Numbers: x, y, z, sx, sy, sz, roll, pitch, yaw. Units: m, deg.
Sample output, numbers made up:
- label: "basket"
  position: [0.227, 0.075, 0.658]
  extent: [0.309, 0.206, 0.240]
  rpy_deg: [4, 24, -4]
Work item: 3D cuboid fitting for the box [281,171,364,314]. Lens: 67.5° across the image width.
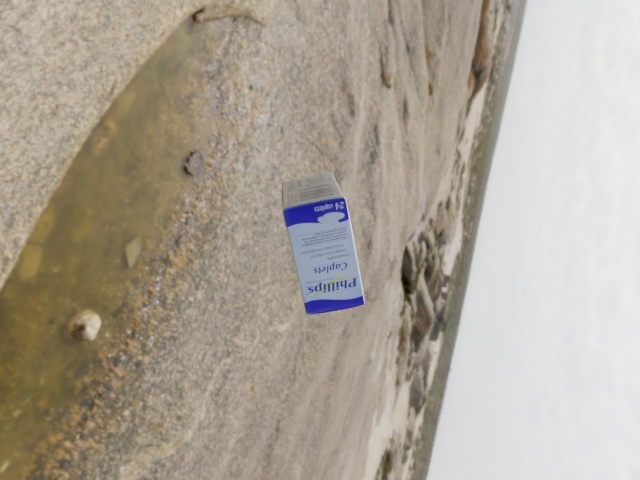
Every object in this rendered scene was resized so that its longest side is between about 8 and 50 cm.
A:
- label: "box"
  position: [0.000, 0.000, 0.587]
  extent: [0.126, 0.072, 0.137]
  rpy_deg: [-103, -179, -69]
